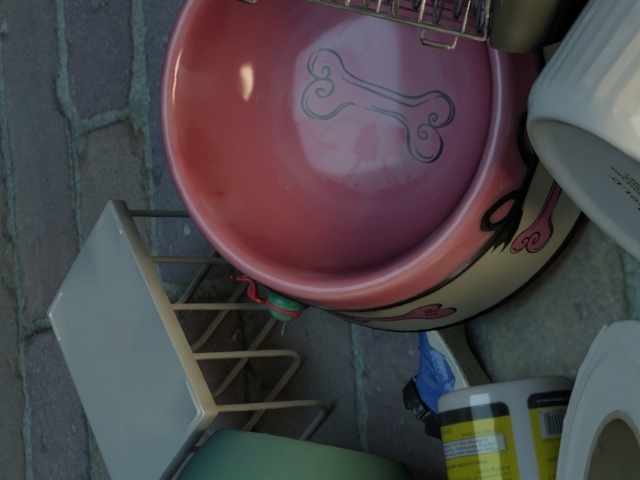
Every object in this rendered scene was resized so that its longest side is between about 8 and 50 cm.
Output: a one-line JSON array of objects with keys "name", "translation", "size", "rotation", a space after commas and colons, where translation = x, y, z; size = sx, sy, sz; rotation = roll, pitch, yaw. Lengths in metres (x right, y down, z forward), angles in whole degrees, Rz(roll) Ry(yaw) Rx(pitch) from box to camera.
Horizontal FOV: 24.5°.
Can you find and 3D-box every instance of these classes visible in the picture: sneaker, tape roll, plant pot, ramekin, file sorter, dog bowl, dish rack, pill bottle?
[{"name": "sneaker", "translation": [0.101, 0.114, 1.371], "size": [0.084, 0.058, 0.152], "rotation": [-40, 66, 33]}, {"name": "tape roll", "translation": [0.254, 0.198, 1.051], "size": [0.286, 0.100, 0.286], "rotation": [-176, 90, -83]}, {"name": "plant pot", "translation": [-0.028, 0.304, 1.366], "size": [0.293, 0.293, 0.235], "rotation": [-1, 74, 51]}, {"name": "ramekin", "translation": [0.255, -0.056, 0.964], "size": [0.127, 0.273, 0.273], "rotation": [-48, 45, -6]}, {"name": "file sorter", "translation": [-0.145, 0.123, 1.581], "size": [0.193, 0.173, 0.278], "rotation": [-54, 50, 36]}, {"name": "dog bowl", "translation": [0.036, -0.119, 1.280], "size": [0.408, 0.150, 0.408], "rotation": [1, 91, 30]}, {"name": "dish rack", "translation": [0.066, -0.196, 1.063], "size": [0.271, 0.208, 0.074], "rotation": [16, 109, 22]}, {"name": "pill bottle", "translation": [0.170, 0.225, 1.238], "size": [0.119, 0.119, 0.209], "rotation": [-20, 73, 49]}]

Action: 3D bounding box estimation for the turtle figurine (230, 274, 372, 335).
[{"name": "turtle figurine", "translation": [0.000, 0.000, 1.461], "size": [0.175, 0.118, 0.234], "rotation": [26, 104, 48]}]
